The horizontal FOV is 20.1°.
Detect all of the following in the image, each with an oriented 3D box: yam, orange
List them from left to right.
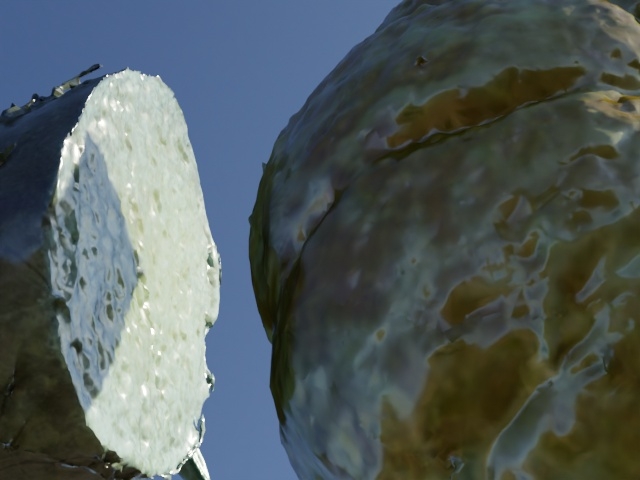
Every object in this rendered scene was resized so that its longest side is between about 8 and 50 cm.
[{"bbox_3d":[-0.235,0.053,0.991,0.348,0.241,0.241,-16,-37,8],"label":"yam"},{"bbox_3d":[0.076,0.028,0.804,0.210,0.368,0.271,1,-42,-15],"label":"orange"}]

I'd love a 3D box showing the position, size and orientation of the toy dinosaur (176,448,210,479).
[{"bbox_3d":[-0.165,0.123,1.628,0.079,0.292,0.120,-36,-10,-36],"label":"toy dinosaur"}]
